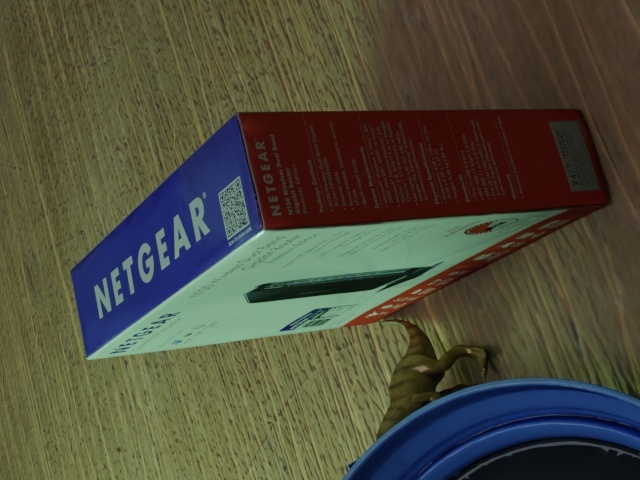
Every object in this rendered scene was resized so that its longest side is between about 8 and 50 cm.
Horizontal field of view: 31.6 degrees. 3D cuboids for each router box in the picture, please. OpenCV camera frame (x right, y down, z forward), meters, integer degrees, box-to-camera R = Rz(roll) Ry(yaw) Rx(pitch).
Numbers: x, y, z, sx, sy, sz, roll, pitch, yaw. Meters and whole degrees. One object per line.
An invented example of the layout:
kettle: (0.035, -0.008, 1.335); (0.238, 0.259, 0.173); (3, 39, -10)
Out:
router box: (0.000, 0.000, 0.900); (0.335, 0.301, 0.082); (-34, 66, 54)

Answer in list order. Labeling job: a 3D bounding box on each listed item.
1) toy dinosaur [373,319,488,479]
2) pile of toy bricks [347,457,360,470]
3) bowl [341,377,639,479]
toy dinosaur: (0.090, 0.113, 0.981); (0.211, 0.112, 0.064); (-71, -23, -55)
pile of toy bricks: (0.098, 0.269, 0.969); (0.212, 0.118, 0.105); (59, 172, 33)
bowl: (0.147, 0.291, 0.771); (0.391, 0.077, 0.391); (-18, 60, 33)
